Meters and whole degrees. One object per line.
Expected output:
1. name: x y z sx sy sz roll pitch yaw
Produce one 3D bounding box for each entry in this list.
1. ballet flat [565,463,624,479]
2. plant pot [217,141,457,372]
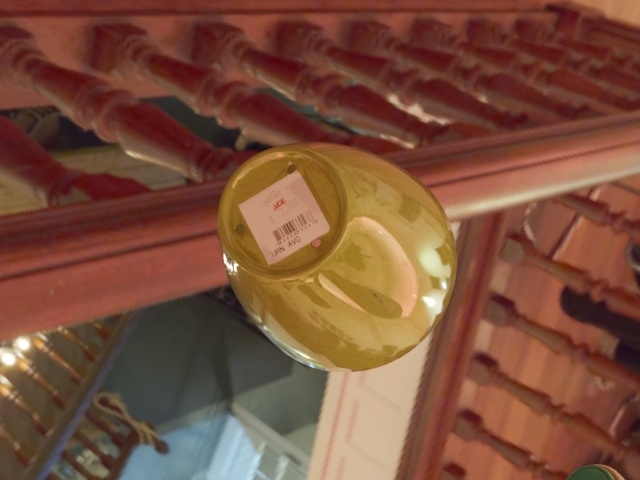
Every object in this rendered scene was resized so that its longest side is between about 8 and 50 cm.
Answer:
1. ballet flat: 0.364 0.475 1.253 0.400 0.139 0.139 -83 168 -47
2. plant pot: 0.000 0.000 1.123 0.275 0.274 0.293 -59 163 -3
